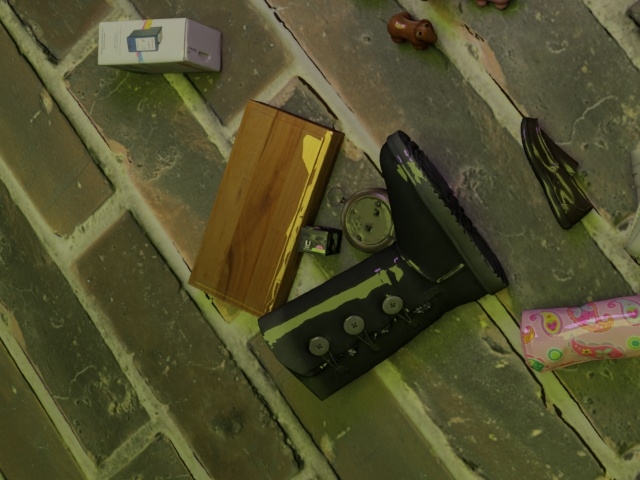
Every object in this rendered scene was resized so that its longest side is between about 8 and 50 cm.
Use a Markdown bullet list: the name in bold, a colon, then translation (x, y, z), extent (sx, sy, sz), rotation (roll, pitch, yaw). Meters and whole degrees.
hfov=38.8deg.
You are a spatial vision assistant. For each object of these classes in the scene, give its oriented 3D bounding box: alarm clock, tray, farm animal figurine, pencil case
- **alarm clock**: translation (0.089, -0.049, 1.804), extent (0.192, 0.064, 0.129), rotation (33, 105, 20)
- **tray**: translation (-0.117, -0.062, 1.879), extent (0.202, 0.076, 0.411), rotation (23, 102, 20)
- **farm animal figurine**: translation (0.202, -0.528, 1.666), extent (0.330, 0.172, 0.327), rotation (-43, 77, 19)
- **pencil case**: translation (0.501, 0.164, 1.614), extent (0.284, 0.124, 0.124), rotation (-9, 90, 20)

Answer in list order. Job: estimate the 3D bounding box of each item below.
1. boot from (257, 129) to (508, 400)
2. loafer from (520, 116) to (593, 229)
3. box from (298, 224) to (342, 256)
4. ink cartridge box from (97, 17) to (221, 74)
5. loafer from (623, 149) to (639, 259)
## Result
- **boot**: translation (0.069, 0.057, 1.706), extent (0.445, 0.146, 0.367), rotation (-31, 104, 17)
- **loafer**: translation (0.430, -0.131, 1.656), extent (0.078, 0.080, 0.220), rotation (-24, 89, 12)
- **box**: translation (0.000, 0.000, 1.828), extent (0.062, 0.083, 0.052), rotation (10, 97, 21)
- **ink cartridge box**: translation (-0.333, -0.403, 1.902), extent (0.212, 0.154, 0.093), rotation (5, 93, 23)
- **loafer**: translation (0.587, -0.124, 1.574), extent (0.111, 0.112, 0.320), rotation (22, 93, 25)
